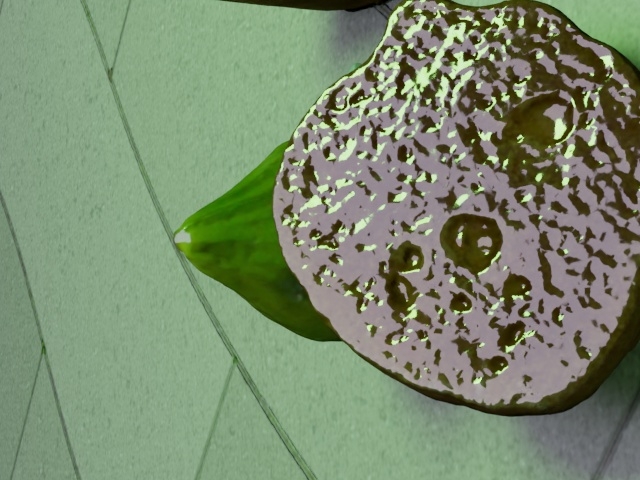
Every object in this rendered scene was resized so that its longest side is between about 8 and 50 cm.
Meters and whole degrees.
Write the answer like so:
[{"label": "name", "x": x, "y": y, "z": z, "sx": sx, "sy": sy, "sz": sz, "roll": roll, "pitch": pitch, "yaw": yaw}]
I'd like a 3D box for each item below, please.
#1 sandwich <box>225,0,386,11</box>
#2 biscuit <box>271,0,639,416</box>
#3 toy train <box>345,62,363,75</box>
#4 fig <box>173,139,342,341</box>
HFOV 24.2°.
[{"label": "sandwich", "x": -0.016, "y": -0.281, "z": 1.182, "sx": 0.227, "sy": 0.198, "sz": 0.155, "roll": -13, "pitch": 75, "yaw": 61}, {"label": "biscuit", "x": 0.100, "y": -0.025, "z": 0.956, "sx": 0.273, "sy": 0.049, "sz": 0.257, "roll": 37, "pitch": 101, "yaw": 26}, {"label": "toy train", "x": -0.002, "y": -0.071, "z": 1.295, "sx": 0.207, "sy": 0.047, "sz": 0.043, "roll": -52, "pitch": 43, "yaw": 45}, {"label": "fig", "x": 0.016, "y": -0.004, "z": 1.106, "sx": 0.167, "sy": 0.233, "sz": 0.167, "roll": 2, "pitch": 94, "yaw": 21}]
